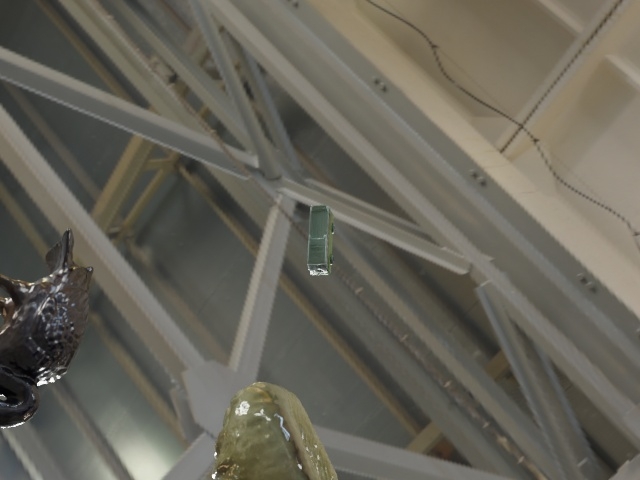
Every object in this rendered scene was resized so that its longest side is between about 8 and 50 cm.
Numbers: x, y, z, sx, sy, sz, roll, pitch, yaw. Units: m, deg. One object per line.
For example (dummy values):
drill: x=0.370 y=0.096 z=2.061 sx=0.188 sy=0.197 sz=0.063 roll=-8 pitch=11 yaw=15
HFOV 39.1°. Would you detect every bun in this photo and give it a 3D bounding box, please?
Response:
bun: x=-0.055 y=0.270 z=0.996 sx=0.128 sy=0.222 sz=0.222 roll=-27 pitch=-100 yaw=3

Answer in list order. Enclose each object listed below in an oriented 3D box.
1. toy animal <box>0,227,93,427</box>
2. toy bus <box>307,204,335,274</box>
toy animal: x=-0.395 y=0.106 z=1.187 sx=0.185 sy=0.298 sz=0.122 roll=35 pitch=-49 yaw=-2
toy bus: x=0.000 y=0.000 z=1.127 sx=0.031 sy=0.037 sz=0.083 roll=-1 pitch=-114 yaw=10
